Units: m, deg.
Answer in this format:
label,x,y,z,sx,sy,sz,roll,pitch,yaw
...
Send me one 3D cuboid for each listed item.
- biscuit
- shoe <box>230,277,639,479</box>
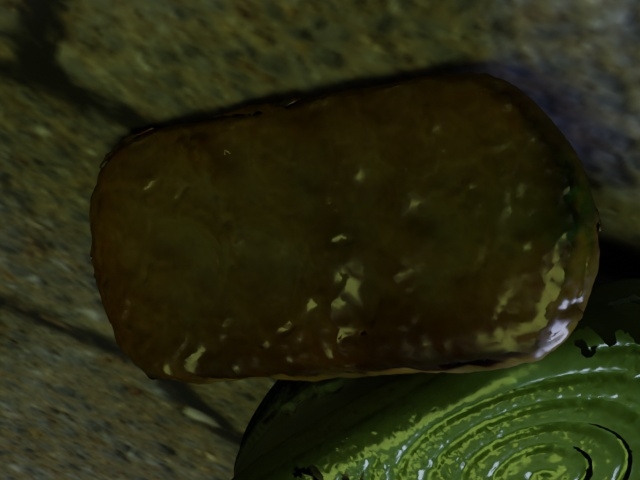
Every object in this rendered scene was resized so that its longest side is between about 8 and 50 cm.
label,x,y,z,sx,sy,sz,roll,pitch,yaw
biscuit,0.000,0.000,0.655,0.247,0.029,0.119,-6,97,35
shoe,0.058,0.084,0.705,0.262,0.128,0.140,-30,126,15
